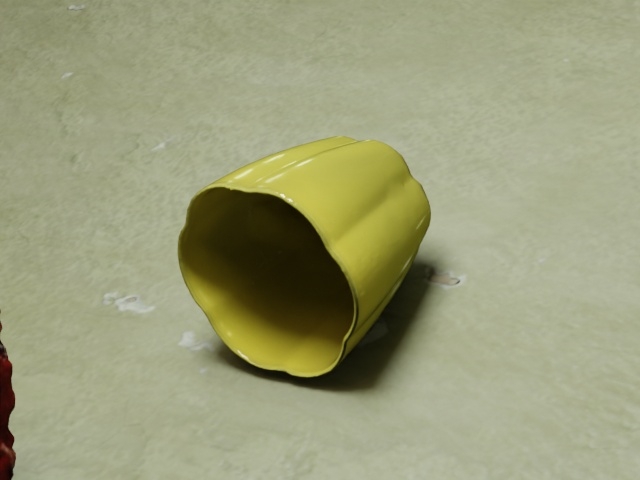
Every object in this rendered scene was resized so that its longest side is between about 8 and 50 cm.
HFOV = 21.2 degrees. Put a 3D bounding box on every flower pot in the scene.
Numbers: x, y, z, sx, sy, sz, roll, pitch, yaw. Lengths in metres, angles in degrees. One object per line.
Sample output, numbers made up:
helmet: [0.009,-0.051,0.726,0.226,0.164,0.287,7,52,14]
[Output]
flower pot: [0.000,0.000,1.540,0.195,0.195,0.179,10,32,35]

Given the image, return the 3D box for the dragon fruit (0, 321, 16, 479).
dragon fruit: [-0.456,0.128,1.478,0.286,0.228,0.329,-17,28,-31]
